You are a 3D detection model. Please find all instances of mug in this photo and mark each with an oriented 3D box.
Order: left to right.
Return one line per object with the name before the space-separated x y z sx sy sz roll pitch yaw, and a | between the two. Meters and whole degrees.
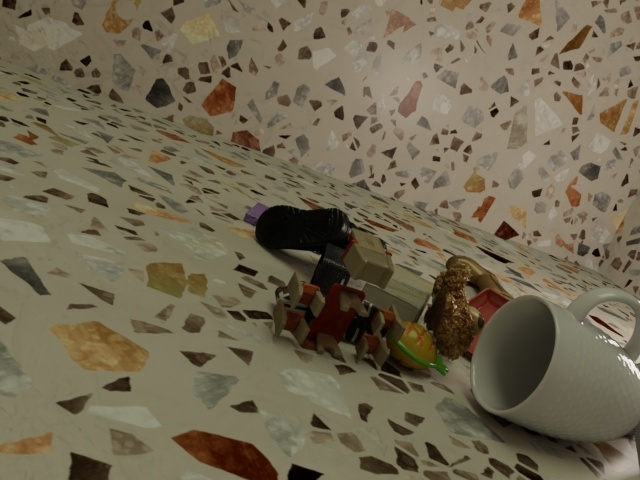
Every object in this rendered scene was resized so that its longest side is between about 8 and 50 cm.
mug | 0.576 0.270 1.504 0.327 0.374 0.276 26 16 -18

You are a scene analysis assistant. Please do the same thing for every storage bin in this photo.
storage bin | 0.028 0.091 1.794 0.084 0.122 0.180 22 14 -3

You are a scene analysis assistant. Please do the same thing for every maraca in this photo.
maraca | 0.228 0.254 1.579 0.185 0.099 0.127 33 19 -24

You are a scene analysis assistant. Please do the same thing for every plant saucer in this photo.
plant saucer | 0.486 0.261 1.866 0.258 0.048 0.259 -26 45 -33

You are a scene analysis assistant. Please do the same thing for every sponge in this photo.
sponge | -0.180 -0.078 2.262 0.117 0.031 0.210 23 15 0

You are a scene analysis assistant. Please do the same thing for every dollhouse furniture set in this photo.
dollhouse furniture set | 0.057 0.121 1.467 0.261 0.259 0.135 19 24 -21

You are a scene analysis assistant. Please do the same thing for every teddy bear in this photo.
teddy bear | 0.334 0.181 1.692 0.113 0.245 0.338 14 -10 2

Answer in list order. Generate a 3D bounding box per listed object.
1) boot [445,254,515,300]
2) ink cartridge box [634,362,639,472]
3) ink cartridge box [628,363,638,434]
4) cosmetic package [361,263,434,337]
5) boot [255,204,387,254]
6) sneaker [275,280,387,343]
boot | 0.598 0.158 2.502 0.236 0.089 0.269 21 16 -7
ink cartridge box | 0.859 0.394 1.653 0.324 0.330 0.071 12 -20 -38
ink cartridge box | 0.857 0.420 1.765 0.224 0.181 0.056 15 7 -32
cosmetic package | 0.203 0.163 1.832 0.160 0.113 0.309 26 14 11
boot | 0.000 0.004 2.021 0.347 0.131 0.260 5 -17 36
sneaker | 0.020 0.152 1.610 0.281 0.107 0.162 17 13 -19
